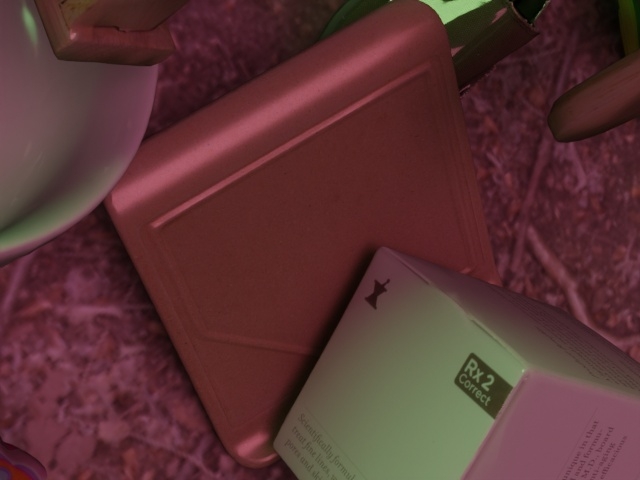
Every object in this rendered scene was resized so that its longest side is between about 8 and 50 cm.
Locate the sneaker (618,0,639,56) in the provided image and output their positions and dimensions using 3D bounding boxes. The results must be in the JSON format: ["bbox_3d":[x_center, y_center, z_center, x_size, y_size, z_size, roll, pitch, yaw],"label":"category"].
[{"bbox_3d":[0.251,-0.212,0.818,0.109,0.123,0.295,-37,109,-20],"label":"sneaker"}]

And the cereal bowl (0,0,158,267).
[{"bbox_3d":[-0.242,-0.125,0.522,0.339,0.141,0.339,29,50,-42],"label":"cereal bowl"}]

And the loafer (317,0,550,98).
[{"bbox_3d":[0.087,-0.149,0.756,0.094,0.087,0.251,46,73,-23],"label":"loafer"}]

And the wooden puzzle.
[{"bbox_3d":[0.000,0.000,0.712,0.221,0.044,0.239,-32,127,-15],"label":"wooden puzzle"}]

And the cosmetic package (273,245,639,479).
[{"bbox_3d":[0.103,0.119,0.713,0.183,0.151,0.151,19,104,-37],"label":"cosmetic package"}]

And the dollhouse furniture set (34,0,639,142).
[{"bbox_3d":[0.058,-0.218,0.609,0.394,0.256,0.362,-7,72,-54],"label":"dollhouse furniture set"}]

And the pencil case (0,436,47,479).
[{"bbox_3d":[-0.273,0.080,0.572,0.284,0.124,0.124,44,74,-23],"label":"pencil case"}]
